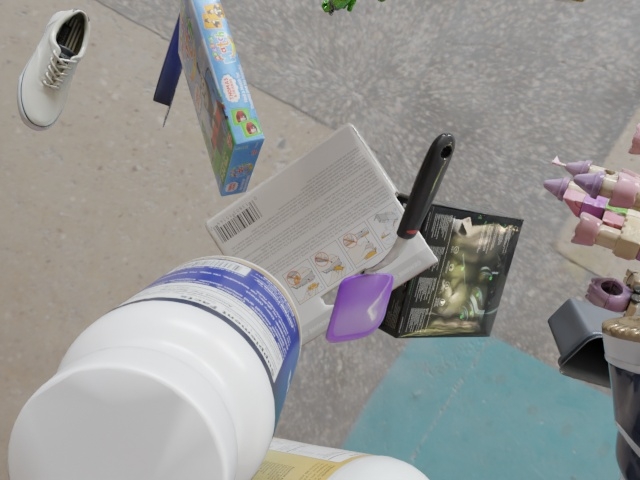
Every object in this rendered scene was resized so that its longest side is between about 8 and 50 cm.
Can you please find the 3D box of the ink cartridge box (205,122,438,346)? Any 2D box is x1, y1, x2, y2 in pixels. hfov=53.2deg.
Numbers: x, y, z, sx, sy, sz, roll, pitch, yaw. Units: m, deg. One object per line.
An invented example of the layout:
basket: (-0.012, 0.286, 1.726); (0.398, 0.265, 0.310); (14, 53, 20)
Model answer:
ink cartridge box: (0.000, 0.000, 1.039); (0.296, 0.066, 0.261); (-33, 84, 13)

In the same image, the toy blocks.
toy blocks: (0.578, -0.060, 1.321); (0.260, 0.288, 0.308); (20, 132, 22)

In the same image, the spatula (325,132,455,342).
spatula: (0.083, 0.007, 0.719); (0.084, 0.030, 0.296); (-2, 134, -32)

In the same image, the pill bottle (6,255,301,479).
pill bottle: (-0.102, 0.106, 0.477); (0.153, 0.264, 0.153); (1, 99, 5)

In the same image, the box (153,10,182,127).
box: (-0.259, -0.314, 1.130); (0.037, 0.136, 0.225); (16, 98, -17)

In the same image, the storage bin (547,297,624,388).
storage bin: (0.388, 0.145, 0.906); (0.135, 0.091, 0.098); (18, 125, -20)

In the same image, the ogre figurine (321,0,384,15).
ogre figurine: (0.099, -0.521, 1.283); (0.197, 0.118, 0.096); (-9, 98, -4)

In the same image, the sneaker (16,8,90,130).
sneaker: (-0.520, -0.341, 1.246); (0.094, 0.091, 0.257); (19, 76, -38)

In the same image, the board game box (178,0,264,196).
board game box: (-0.123, -0.178, 0.756); (0.039, 0.160, 0.211); (-14, 77, -17)

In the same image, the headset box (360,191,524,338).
headset box: (0.231, 0.048, 1.206); (0.283, 0.131, 0.246); (5, 103, -37)

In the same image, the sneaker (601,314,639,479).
sneaker: (0.253, 0.136, 0.375); (0.099, 0.282, 0.153); (-4, 92, 3)

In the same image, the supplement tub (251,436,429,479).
supplement tub: (-0.006, 0.327, 0.650); (0.316, 0.228, 0.228); (-6, 106, 43)
